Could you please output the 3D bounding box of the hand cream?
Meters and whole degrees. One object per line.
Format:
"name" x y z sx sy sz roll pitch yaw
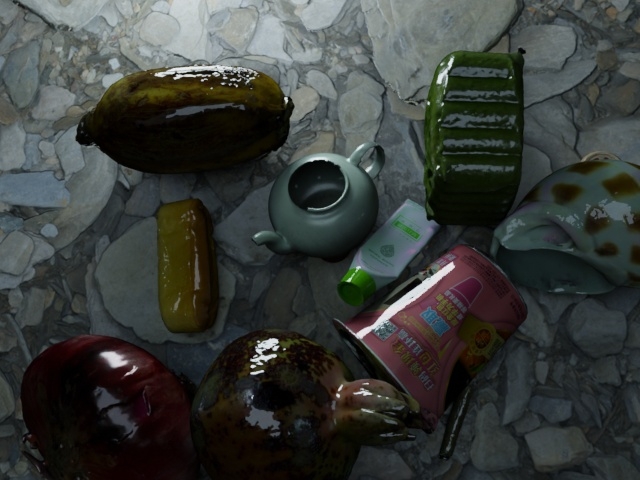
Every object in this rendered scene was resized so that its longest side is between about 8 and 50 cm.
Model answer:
"hand cream" 0.120 0.016 1.343 0.079 0.050 0.275 52 47 -6

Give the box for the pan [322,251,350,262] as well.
"pan" 0.000 0.000 1.444 0.115 0.023 0.068 14 80 11

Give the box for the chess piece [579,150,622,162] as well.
"chess piece" 0.487 -0.114 1.389 0.084 0.038 0.083 -2 75 8

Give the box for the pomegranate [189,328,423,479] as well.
"pomegranate" -0.018 0.266 1.188 0.341 0.285 0.284 -12 75 30

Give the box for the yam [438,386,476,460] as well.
"yam" 0.229 0.307 1.340 0.033 0.027 0.129 15 81 13

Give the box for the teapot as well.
"teapot" 0.004 -0.067 1.389 0.294 0.129 0.193 -43 64 -14

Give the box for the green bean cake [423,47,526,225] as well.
"green bean cake" 0.249 -0.163 1.324 0.157 0.250 0.246 2 75 8

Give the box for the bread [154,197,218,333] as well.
"bread" -0.233 0.046 1.433 0.095 0.102 0.245 -8 75 14

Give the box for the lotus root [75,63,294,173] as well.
"lotus root" -0.243 -0.210 1.437 0.398 0.195 0.179 -1 57 7

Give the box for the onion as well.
"onion" -0.318 0.295 1.317 0.348 0.285 0.347 17 119 33

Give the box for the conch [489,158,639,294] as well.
"conch" 0.467 -0.014 1.295 0.368 0.249 0.197 20 47 -1

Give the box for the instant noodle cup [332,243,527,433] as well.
"instant noodle cup" 0.188 0.142 1.294 0.255 0.244 0.244 -39 75 -8
